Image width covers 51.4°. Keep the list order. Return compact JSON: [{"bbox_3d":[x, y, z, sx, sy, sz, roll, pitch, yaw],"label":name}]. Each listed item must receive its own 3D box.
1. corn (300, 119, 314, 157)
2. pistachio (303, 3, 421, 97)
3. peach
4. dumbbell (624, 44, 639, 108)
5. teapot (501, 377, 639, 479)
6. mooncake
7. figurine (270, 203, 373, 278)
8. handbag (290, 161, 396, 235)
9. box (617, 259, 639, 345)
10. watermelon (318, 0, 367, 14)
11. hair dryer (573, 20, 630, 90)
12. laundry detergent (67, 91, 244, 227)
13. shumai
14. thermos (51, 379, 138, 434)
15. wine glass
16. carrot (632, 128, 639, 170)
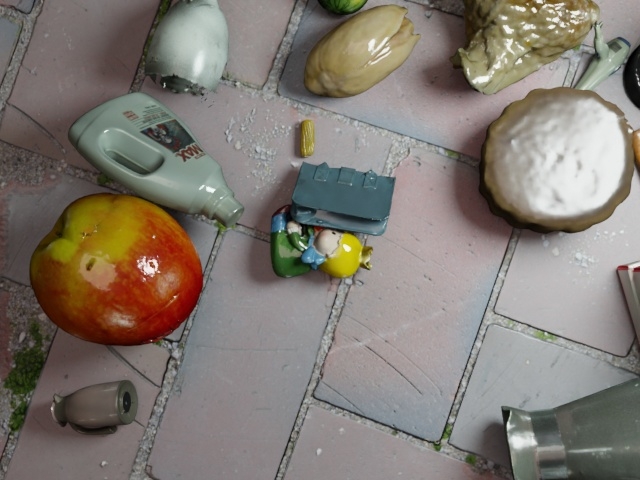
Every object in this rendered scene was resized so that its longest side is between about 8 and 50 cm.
[{"bbox_3d":[-0.031,-0.247,1.607,0.037,0.037,0.092,-1,84,6],"label":"corn"},{"bbox_3d":[0.088,-0.436,1.545,0.293,0.181,0.162,-35,121,7],"label":"pistachio"},{"bbox_3d":[-0.452,0.078,1.500,0.370,0.370,0.369,0,87,6],"label":"peach"},{"bbox_3d":[0.786,-0.382,1.377,0.204,0.322,0.203,0,87,6],"label":"dumbbell"},{"bbox_3d":[0.577,0.450,1.416,0.344,0.253,0.300,-9,117,13],"label":"teapot"},{"bbox_3d":[0.512,-0.167,1.467,0.324,0.187,0.323,-1,86,9],"label":"mooncake"},{"bbox_3d":[0.004,0.000,1.556,0.234,0.127,0.185,-7,70,15],"label":"figurine"},{"bbox_3d":[0.053,-0.104,1.542,0.229,0.062,0.179,9,47,4],"label":"handbag"},{"bbox_3d":[0.842,0.159,1.351,0.313,0.300,0.314,-15,85,6],"label":"box"},{"bbox_3d":[0.061,-0.628,1.568,0.141,0.141,0.187,19,86,7],"label":"watermelon"},{"bbox_3d":[0.602,-0.391,1.480,0.067,0.199,0.167,45,117,31],"label":"hair dryer"},{"bbox_3d":[-0.353,-0.167,1.529,0.398,0.264,0.124,40,129,10],"label":"laundry detergent"},{"bbox_3d":[0.423,-0.434,1.449,0.314,0.267,0.262,17,87,13],"label":"shumai"},{"bbox_3d":[-0.547,0.413,1.603,0.193,0.105,0.137,-9,117,10],"label":"thermos"},{"bbox_3d":[-0.293,-0.509,1.576,0.191,0.190,0.356,13,89,7],"label":"wine glass"},{"bbox_3d":[0.752,-0.147,1.511,0.057,0.057,0.224,-16,91,5],"label":"carrot"}]
